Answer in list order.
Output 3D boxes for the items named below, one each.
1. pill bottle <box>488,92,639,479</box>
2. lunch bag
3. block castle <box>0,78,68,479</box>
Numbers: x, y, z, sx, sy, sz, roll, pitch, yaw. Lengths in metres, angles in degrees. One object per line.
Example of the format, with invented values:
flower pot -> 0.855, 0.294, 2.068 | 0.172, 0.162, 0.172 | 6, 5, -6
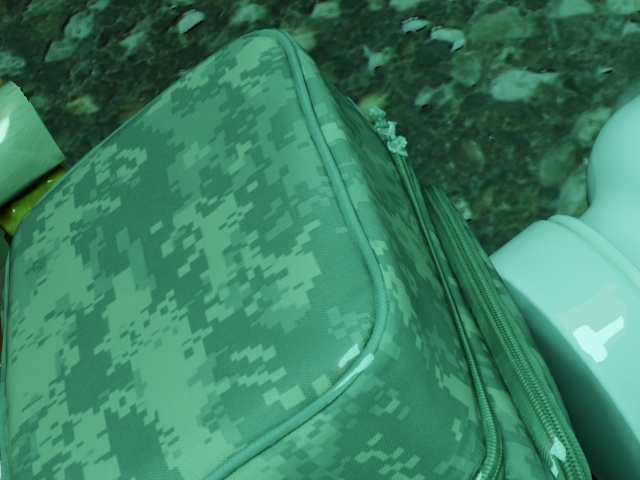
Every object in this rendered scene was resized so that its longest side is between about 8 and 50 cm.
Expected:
pill bottle -> 0.297, -0.028, 0.987 | 0.407, 0.229, 0.229 | -34, 47, -8
lunch bag -> 0.003, 0.084, 0.859 | 0.212, 0.256, 0.305 | -36, 34, 11
block castle -> -0.303, -0.026, 1.181 | 0.213, 0.303, 0.453 | -39, 47, -11
